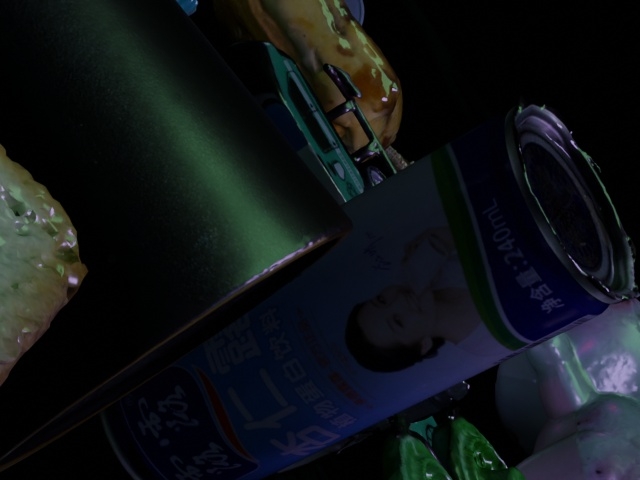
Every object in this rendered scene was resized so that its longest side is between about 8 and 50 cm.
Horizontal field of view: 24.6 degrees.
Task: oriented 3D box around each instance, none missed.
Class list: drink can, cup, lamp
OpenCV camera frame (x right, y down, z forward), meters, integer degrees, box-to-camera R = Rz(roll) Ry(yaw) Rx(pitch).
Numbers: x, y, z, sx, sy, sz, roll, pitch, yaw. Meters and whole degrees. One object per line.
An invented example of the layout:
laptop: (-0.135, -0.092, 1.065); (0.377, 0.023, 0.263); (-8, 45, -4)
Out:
drink can: (0.015, 0.034, 0.645); (0.097, 0.235, 0.097); (40, 34, -34)
cup: (-0.122, -0.016, 0.572); (0.166, 0.239, 0.177); (-33, 86, -35)
lamp: (0.292, 0.170, 1.440); (0.247, 0.247, 0.301); (49, 24, -30)

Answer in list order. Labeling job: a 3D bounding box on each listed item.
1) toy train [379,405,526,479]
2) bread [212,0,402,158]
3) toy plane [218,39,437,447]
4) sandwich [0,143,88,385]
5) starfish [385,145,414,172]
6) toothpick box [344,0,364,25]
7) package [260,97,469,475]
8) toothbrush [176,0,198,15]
toy train: (0.038, 0.187, 0.640); (0.202, 0.145, 0.266); (65, 14, 9)
bread: (-0.018, -0.153, 1.203); (0.210, 0.099, 0.235); (60, -3, 8)
toy plane: (0.000, 0.000, 1.015); (0.382, 0.106, 0.155); (62, 22, 3)
sandwich: (-0.171, -0.001, 0.302); (0.254, 0.099, 0.288); (52, 16, -24)
starfish: (0.119, -0.046, 1.659); (0.238, 0.057, 0.213); (59, 6, -9)
toothpick box: (-0.008, -0.270, 1.566); (0.101, 0.101, 0.153); (53, 16, -26)
package: (-0.022, 0.032, 0.750); (0.027, 0.171, 0.173); (-31, 90, -39)
toothbrush: (-0.035, -0.059, 1.158); (0.418, 0.040, 0.042); (56, -4, -34)
